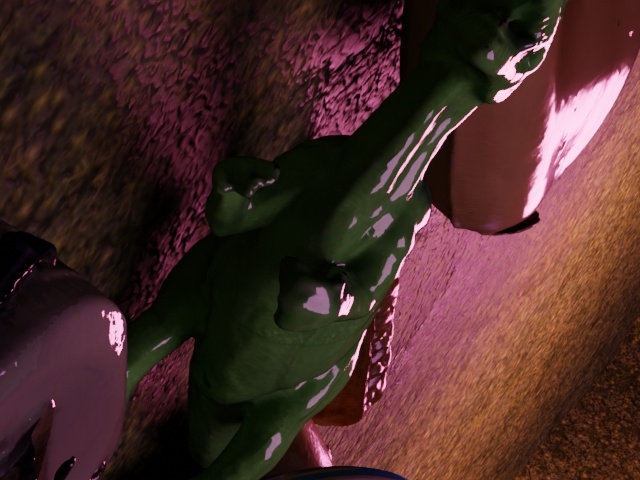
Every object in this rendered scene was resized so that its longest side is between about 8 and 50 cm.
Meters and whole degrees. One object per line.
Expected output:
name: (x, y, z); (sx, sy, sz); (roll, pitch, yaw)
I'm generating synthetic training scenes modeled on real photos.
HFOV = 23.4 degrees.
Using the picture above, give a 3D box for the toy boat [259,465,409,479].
toy boat: (-0.044, 0.228, 1.083); (0.295, 0.088, 0.129); (-17, 120, -31)

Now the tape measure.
tape measure: (-0.179, 0.106, 0.641); (0.235, 0.115, 0.207); (-46, 163, -34)

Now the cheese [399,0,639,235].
cheese: (0.131, -0.136, 1.012); (0.259, 0.128, 0.316); (-53, 154, -32)

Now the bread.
bread: (0.018, 0.042, 1.148); (0.084, 0.077, 0.367); (-51, 163, -26)

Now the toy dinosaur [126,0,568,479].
toy dinosaur: (0.000, 0.000, 0.949); (0.374, 0.144, 0.500); (-51, 177, 2)

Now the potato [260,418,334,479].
potato: (-0.041, 0.229, 1.204); (0.202, 0.117, 0.182); (-50, 170, 12)
